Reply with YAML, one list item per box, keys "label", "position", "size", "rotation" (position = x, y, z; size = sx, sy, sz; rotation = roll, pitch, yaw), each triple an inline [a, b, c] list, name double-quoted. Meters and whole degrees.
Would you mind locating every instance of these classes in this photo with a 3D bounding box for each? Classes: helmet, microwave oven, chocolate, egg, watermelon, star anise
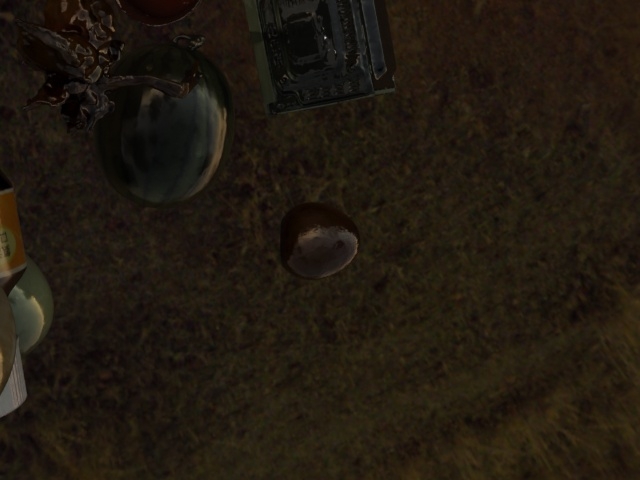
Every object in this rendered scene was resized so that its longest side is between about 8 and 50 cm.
- label: "helmet"
  position: [-0.223, -0.383, 1.087]
  size: [0.155, 0.175, 0.106]
  rotation: [-8, 176, 2]
- label: "microwave oven"
  position: [-0.008, -0.466, 1.601]
  size: [0.287, 0.354, 0.218]
  rotation: [-6, -169, 21]
- label: "chocolate"
  position: [0.000, 0.000, 1.534]
  size: [0.177, 0.176, 0.176]
  rotation: [-17, 143, -13]
- label: "egg"
  position: [-0.679, 0.096, 1.413]
  size: [0.352, 0.258, 0.258]
  rotation: [34, 115, -29]
- label: "watermelon"
  position: [-0.311, -0.242, 1.511]
  size: [0.279, 0.279, 0.359]
  rotation: [1, 108, -32]
- label: "star anise"
  position: [-0.323, -0.273, 1.130]
  size: [0.346, 0.148, 0.237]
  rotation: [3, 91, -49]

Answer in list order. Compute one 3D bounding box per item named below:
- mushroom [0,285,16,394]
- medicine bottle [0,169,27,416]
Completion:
- label: "mushroom"
  position: [-0.435, 0.142, 0.817]
  size: [0.244, 0.243, 0.243]
  rotation: [-17, 143, -13]
- label: "medicine bottle"
  position: [-0.568, 0.082, 1.160]
  size: [0.243, 0.242, 0.394]
  rotation: [-13, 105, -18]
